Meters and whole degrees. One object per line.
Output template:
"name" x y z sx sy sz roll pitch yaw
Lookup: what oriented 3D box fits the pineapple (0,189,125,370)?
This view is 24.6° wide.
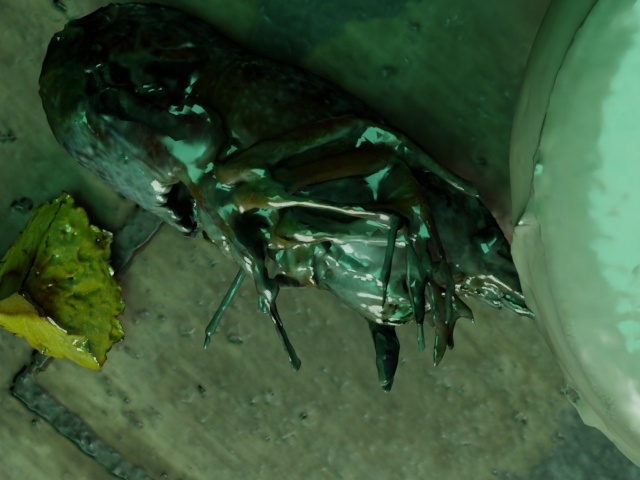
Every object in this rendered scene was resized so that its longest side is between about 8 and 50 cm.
"pineapple" -0.186 0.035 0.918 0.114 0.077 0.114 -12 103 30

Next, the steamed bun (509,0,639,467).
"steamed bun" 0.280 -0.036 0.695 0.374 0.241 0.374 4 106 13

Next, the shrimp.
"shrimp" -0.002 -0.001 0.842 0.372 0.137 0.172 40 149 4
